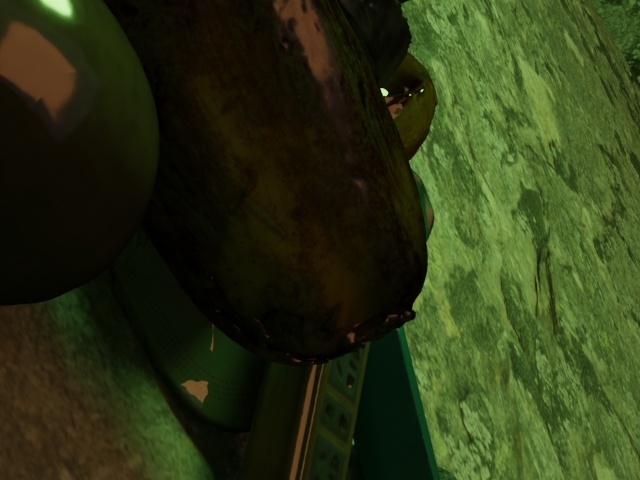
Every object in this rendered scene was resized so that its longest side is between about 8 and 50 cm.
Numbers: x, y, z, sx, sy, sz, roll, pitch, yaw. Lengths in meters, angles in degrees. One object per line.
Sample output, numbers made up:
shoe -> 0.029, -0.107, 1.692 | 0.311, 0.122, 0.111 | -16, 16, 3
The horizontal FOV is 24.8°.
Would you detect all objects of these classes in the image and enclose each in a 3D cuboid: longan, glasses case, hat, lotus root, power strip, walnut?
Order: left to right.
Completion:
longan -> -0.206, -0.076, 0.868 | 0.248, 0.248, 0.248 | 48, 28, -36
lotus root -> -0.055, -0.086, 1.024 | 0.196, 0.179, 0.397 | -33, 108, -25
hat -> -0.055, 0.013, 1.189 | 0.245, 0.149, 0.214 | 52, 34, 1
power strip -> -0.009, 0.139, 1.148 | 0.092, 0.066, 0.388 | 46, 51, -54
walnut -> 0.063, -0.147, 1.657 | 0.137, 0.137, 0.245 | 59, 24, -15
glasses case -> 0.073, 0.214, 1.291 | 0.117, 0.070, 0.301 | -63, 138, -82

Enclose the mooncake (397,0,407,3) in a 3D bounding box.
mooncake -> -0.006, -0.414, 1.470 | 0.200, 0.378, 0.378 | 22, 48, -59

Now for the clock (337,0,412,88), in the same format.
clock -> -0.050, -0.225, 1.334 | 0.280, 0.280, 0.055 | 48, 66, -35

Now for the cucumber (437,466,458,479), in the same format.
cucumber -> 0.101, 0.264, 1.414 | 0.064, 0.064, 0.112 | 59, 21, -14

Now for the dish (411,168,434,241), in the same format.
dish -> 0.000, 0.000, 1.380 | 0.224, 0.078, 0.246 | -1, 79, -31

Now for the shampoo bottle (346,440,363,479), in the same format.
shampoo bottle -> 0.024, 0.247, 1.278 | 0.069, 0.041, 0.191 | 49, 27, -31
